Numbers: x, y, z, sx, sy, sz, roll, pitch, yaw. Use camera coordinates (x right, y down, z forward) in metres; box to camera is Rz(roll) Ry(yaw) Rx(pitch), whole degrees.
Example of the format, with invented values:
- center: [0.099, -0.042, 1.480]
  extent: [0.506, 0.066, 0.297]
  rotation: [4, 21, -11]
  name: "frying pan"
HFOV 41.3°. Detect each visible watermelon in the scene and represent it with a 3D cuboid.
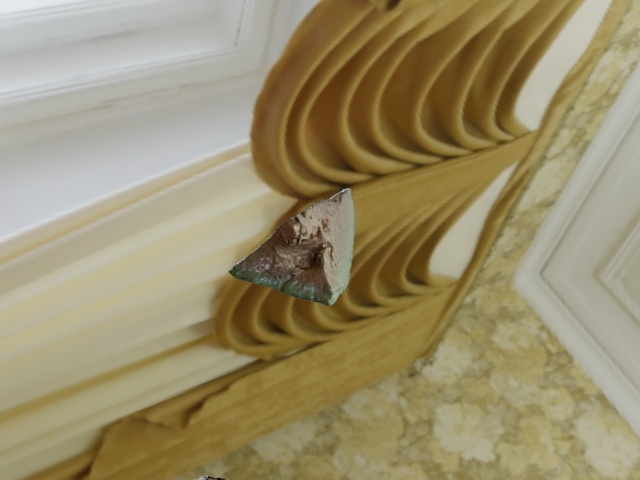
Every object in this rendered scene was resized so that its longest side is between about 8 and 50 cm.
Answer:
- center: [-0.003, 0.003, 0.853]
  extent: [0.101, 0.155, 0.080]
  rotation: [39, -56, -1]
  name: "watermelon"

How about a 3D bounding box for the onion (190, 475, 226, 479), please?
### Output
- center: [-0.194, 0.575, 1.711]
  extent: [0.252, 0.219, 0.252]
  rotation: [40, -9, 8]
  name: "onion"
